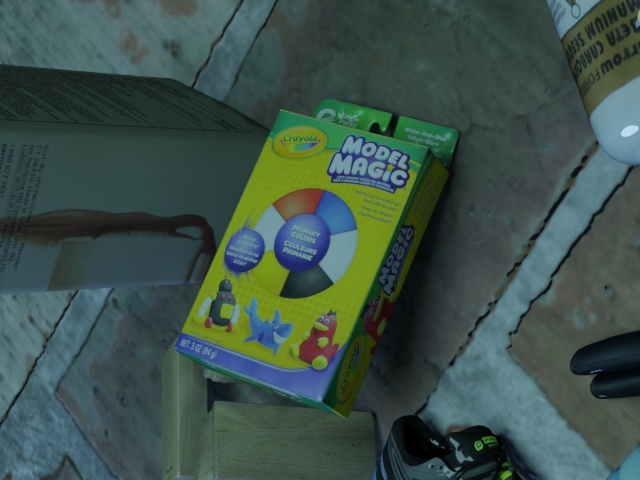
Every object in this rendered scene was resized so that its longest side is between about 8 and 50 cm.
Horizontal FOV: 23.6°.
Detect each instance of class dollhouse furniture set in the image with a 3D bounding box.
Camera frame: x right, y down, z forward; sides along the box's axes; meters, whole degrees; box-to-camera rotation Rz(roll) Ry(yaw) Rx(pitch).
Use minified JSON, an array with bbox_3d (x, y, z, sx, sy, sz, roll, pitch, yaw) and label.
[{"bbox_3d":[-0.044,0.136,1.186,0.151,0.123,0.144,132,141,-59],"label":"dollhouse furniture set"}]

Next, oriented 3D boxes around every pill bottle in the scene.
[{"bbox_3d":[0.214,-0.112,0.904,0.131,0.131,0.229,-28,73,37],"label":"pill bottle"}]

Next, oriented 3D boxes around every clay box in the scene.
[{"bbox_3d":[0.000,0.000,1.080,0.127,0.053,0.222,16,78,29],"label":"clay box"}]

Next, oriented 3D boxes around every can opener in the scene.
[{"bbox_3d":[0.238,0.066,0.945,0.186,0.073,0.059,-27,112,40],"label":"can opener"}]

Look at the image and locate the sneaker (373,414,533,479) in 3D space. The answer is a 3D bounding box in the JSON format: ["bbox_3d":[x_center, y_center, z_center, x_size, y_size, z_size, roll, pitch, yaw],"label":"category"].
[{"bbox_3d":[0.111,0.169,1.037,0.188,0.067,0.078,19,109,42],"label":"sneaker"}]

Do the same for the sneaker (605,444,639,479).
[{"bbox_3d":[0.295,0.223,0.841,0.366,0.135,0.150,23,101,33],"label":"sneaker"}]

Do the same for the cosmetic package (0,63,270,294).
[{"bbox_3d":[-0.189,-0.048,1.141,0.153,0.296,0.129,30,110,38],"label":"cosmetic package"}]
